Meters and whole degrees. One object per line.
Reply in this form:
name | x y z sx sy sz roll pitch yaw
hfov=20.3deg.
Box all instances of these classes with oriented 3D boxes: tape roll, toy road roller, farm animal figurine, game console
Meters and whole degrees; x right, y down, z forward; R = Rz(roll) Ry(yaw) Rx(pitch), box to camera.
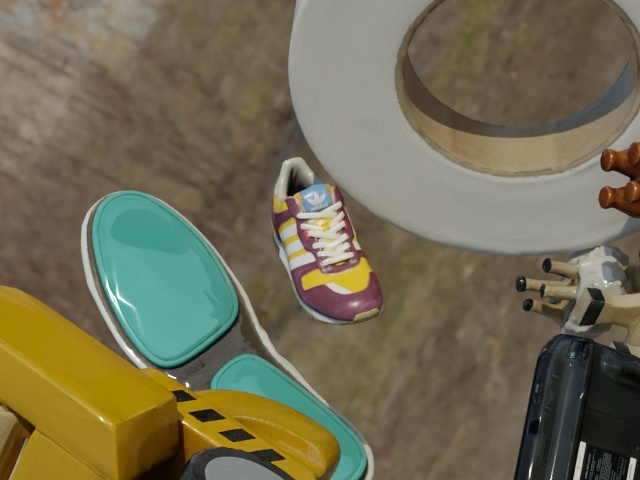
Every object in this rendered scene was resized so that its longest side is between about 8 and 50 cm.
tape roll | 0.169 -0.153 1.491 0.392 0.392 0.072 -54 19 36
toy road roller | -0.130 0.176 1.226 0.202 0.330 0.240 -63 -14 20
farm animal figurine | 0.309 0.096 1.454 0.326 0.172 0.330 123 148 -52
game console | 0.194 0.251 1.335 0.044 0.213 0.361 -24 48 60

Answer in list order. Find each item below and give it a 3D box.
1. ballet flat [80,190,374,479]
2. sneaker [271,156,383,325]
ballet flat | -0.102 0.126 1.740 0.139 0.400 0.139 -37 -19 -15
sneaker | 0.000 0.000 1.549 0.185 0.070 0.083 -129 29 -50
